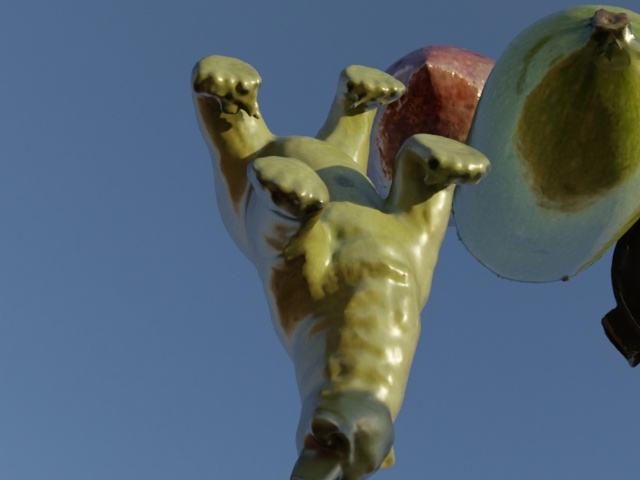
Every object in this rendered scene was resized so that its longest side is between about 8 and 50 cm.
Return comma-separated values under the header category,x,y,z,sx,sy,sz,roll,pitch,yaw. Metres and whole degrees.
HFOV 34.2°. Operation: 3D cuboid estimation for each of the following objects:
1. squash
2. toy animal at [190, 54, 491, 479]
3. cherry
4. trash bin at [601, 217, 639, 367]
category,x,y,z,sx,sy,sz,roll,pitch,yaw
squash,0.157,-0.061,0.661,0.132,0.132,0.247,9,-15,5
toy animal,0.000,0.000,0.402,0.103,0.219,0.101,7,-68,-19
cherry,0.124,-0.115,1.081,0.192,0.175,0.250,7,-22,14
trash bin,0.461,0.053,1.229,0.252,0.301,0.203,-42,-111,12
